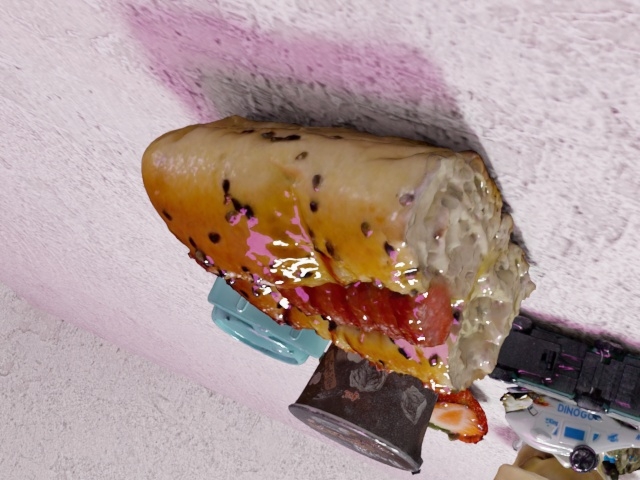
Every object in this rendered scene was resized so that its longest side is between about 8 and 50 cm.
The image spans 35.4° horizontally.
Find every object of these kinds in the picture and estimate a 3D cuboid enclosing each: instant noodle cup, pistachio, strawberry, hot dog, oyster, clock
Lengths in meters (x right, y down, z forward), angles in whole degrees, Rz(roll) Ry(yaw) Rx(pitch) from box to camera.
[{"bbox_3d":[0.090,0.211,1.509,0.217,0.207,0.217,24,163,8],"label":"instant noodle cup"},{"bbox_3d":[0.429,0.498,1.865,0.238,0.229,0.321,54,150,0],"label":"pistachio"},{"bbox_3d":[0.233,0.294,1.775,0.146,0.082,0.187,21,158,-1],"label":"strawberry"},{"bbox_3d":[0.000,0.000,1.048,0.365,0.196,0.367,21,161,32],"label":"hot dog"},{"bbox_3d":[0.389,0.287,1.506,0.259,0.092,0.198,38,162,-7],"label":"oyster"},{"bbox_3d":[-0.095,0.146,1.796,0.223,0.094,0.274,28,163,1],"label":"clock"}]

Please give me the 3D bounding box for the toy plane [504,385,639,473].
[{"bbox_3d":[0.385,0.257,1.332,0.273,0.107,0.182,13,-176,-8],"label":"toy plane"}]

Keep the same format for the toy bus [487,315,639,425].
[{"bbox_3d":[0.296,0.157,1.246,0.261,0.091,0.109,17,172,33],"label":"toy bus"}]

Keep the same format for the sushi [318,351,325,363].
[{"bbox_3d":[0.079,0.276,1.825,0.134,0.109,0.273,-4,158,12],"label":"sushi"}]
